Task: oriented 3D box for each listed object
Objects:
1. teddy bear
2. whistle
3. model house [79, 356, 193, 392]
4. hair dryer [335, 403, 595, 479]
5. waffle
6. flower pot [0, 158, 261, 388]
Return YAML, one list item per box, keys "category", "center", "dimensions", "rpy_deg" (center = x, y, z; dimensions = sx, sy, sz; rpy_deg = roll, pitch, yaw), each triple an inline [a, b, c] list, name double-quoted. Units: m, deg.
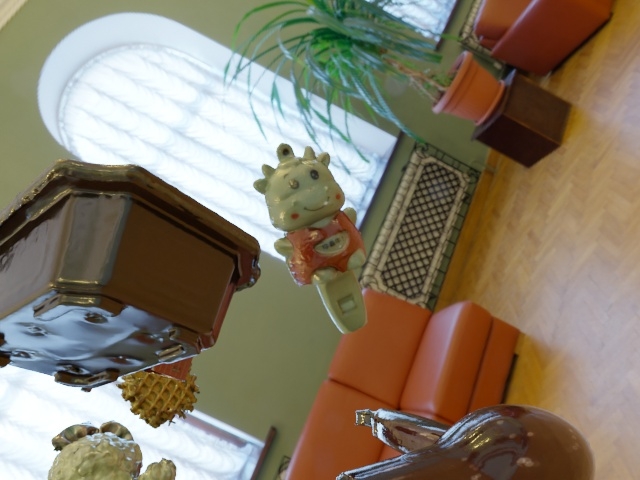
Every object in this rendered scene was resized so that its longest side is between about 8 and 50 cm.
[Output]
- category: "teddy bear"
  center: [-0.472, 0.502, 1.012]
  dimensions: [0.375, 0.327, 0.362]
  rpy_deg: [118, 144, -47]
- category: "whistle"
  center: [-0.002, 0.000, 0.591]
  dimensions: [0.101, 0.253, 0.106]
  rpy_deg: [-17, 13, 15]
- category: "model house"
  center: [-0.283, 0.133, 0.836]
  dimensions: [0.207, 0.154, 0.294]
  rpy_deg: [-30, 40, 60]
- category: "hair dryer"
  center: [0.096, 0.243, 0.559]
  dimensions: [0.340, 0.312, 0.123]
  rpy_deg: [-15, 72, 60]
- category: "waffle"
  center: [-0.396, 0.359, 1.179]
  dimensions: [0.070, 0.197, 0.193]
  rpy_deg: [-38, -19, 31]
- category: "flower pot"
  center: [-0.176, 0.051, 0.375]
  dimensions: [0.250, 0.179, 0.084]
  rpy_deg: [-24, 49, 32]
